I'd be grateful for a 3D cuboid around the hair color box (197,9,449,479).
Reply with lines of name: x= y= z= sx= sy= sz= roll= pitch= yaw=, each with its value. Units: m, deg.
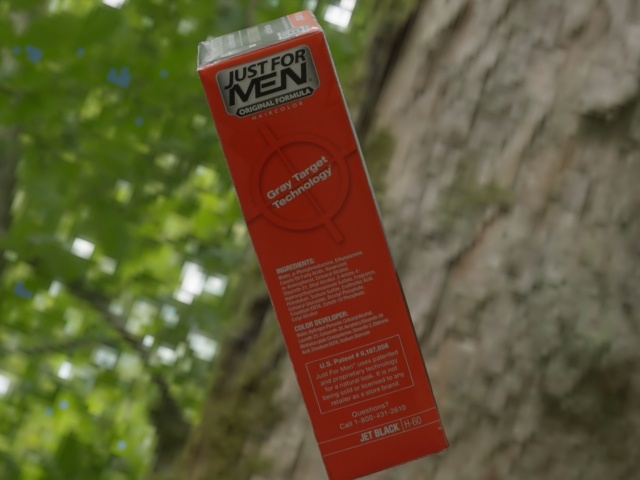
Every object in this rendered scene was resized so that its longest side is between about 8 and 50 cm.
hair color box: x=0.000 y=0.000 z=0.628 sx=0.043 sy=0.141 sz=0.072 roll=-18 pitch=13 yaw=1
